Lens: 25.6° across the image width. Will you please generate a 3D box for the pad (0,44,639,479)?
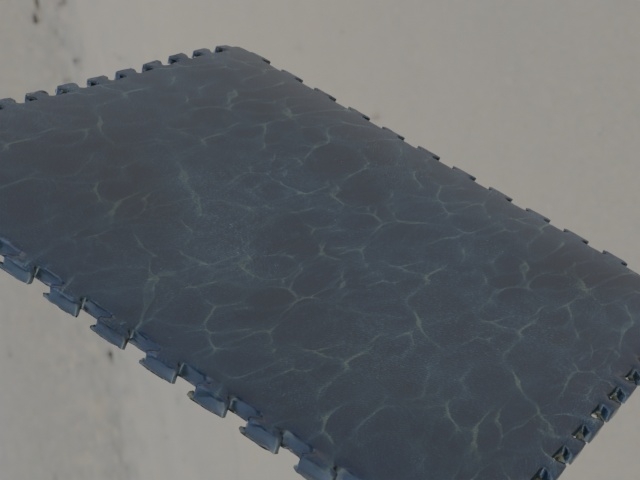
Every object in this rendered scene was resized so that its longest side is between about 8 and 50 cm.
[{"bbox_3d":[0.000,0.000,0.557,0.269,0.269,0.012,-30,-33,-57],"label":"pad"}]
